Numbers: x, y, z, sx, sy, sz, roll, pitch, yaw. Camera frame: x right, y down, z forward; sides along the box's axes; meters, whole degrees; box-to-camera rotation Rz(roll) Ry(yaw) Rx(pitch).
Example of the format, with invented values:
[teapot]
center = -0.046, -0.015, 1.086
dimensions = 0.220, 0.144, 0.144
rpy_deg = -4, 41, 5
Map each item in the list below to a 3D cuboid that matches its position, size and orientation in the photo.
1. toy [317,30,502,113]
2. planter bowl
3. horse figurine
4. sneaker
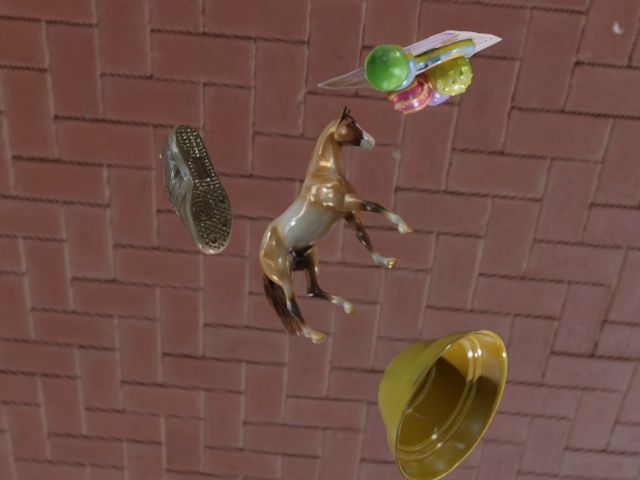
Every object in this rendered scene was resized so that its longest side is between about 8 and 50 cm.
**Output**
[toy]
center = 0.106, -0.166, 0.942
dimensions = 0.137, 0.237, 0.056
rpy_deg = -19, 88, 24
[planter bowl]
center = 0.140, 0.197, 1.186
dimensions = 0.090, 0.217, 0.217
rpy_deg = 26, 136, 41
[horse figurine]
center = 0.000, 0.000, 1.052
dimensions = 0.174, 0.066, 0.263
rpy_deg = 48, 120, 23
[sneaker]
center = -0.171, -0.060, 1.233
dimensions = 0.066, 0.188, 0.071
rpy_deg = -1, 156, -37
